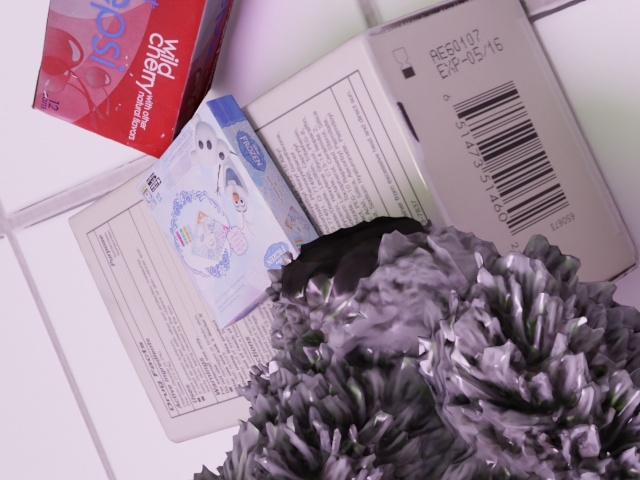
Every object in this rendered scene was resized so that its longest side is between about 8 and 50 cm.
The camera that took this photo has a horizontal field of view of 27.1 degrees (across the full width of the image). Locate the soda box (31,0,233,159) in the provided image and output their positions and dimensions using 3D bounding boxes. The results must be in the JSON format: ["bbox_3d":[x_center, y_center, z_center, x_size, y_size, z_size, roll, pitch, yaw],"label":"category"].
[{"bbox_3d":[-0.086,-0.175,0.731,0.092,0.083,0.263,22,133,0],"label":"soda box"}]

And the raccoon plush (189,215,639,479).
[{"bbox_3d":[0.069,0.174,0.480,0.446,0.299,0.216,13,142,26],"label":"raccoon plush"}]

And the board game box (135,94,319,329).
[{"bbox_3d":[-0.048,-0.012,0.669,0.090,0.020,0.090,59,141,9],"label":"board game box"}]

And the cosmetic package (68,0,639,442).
[{"bbox_3d":[0.000,0.000,0.728,0.309,0.113,0.160,-23,92,52],"label":"cosmetic package"}]
